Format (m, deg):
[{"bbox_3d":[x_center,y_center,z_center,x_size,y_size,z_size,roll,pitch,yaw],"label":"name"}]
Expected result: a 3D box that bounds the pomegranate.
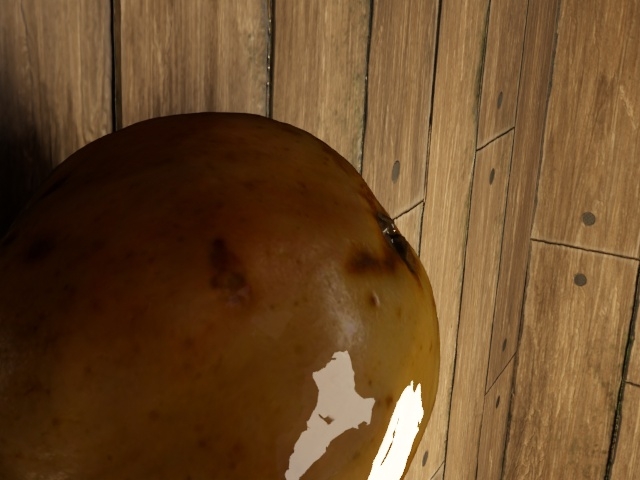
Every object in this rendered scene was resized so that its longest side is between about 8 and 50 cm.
[{"bbox_3d":[-0.108,0.101,0.773,0.410,0.410,0.410,-39,135,-55],"label":"pomegranate"}]
